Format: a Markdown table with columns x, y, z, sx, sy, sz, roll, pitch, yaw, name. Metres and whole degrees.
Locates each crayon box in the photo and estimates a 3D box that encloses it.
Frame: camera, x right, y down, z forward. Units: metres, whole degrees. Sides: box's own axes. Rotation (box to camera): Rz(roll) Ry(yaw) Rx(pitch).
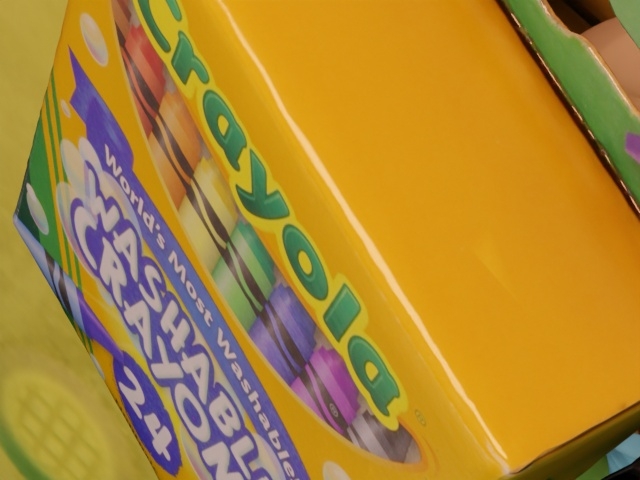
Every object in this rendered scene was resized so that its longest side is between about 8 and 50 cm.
| x | y | z | sx | sy | sz | roll | pitch | yaw | name |
| --- | --- | --- | --- | --- | --- | --- | --- | --- | --- |
| 0.000 | 0.000 | 0.588 | 0.203 | 0.083 | 0.323 | 59 | 155 | 13 | crayon box |

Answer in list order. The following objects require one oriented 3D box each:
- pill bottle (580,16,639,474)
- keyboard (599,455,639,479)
| x | y | z | sx | sy | sz | roll | pitch | yaw | name |
| --- | --- | --- | --- | --- | --- | --- | --- | --- | --- |
| 0.114 | 0.013 | 0.574 | 0.086 | 0.086 | 0.152 | 15 | 129 | 36 | pill bottle |
| 0.189 | 0.046 | 0.495 | 0.202 | 0.033 | 0.317 | 11 | 143 | -20 | keyboard |
